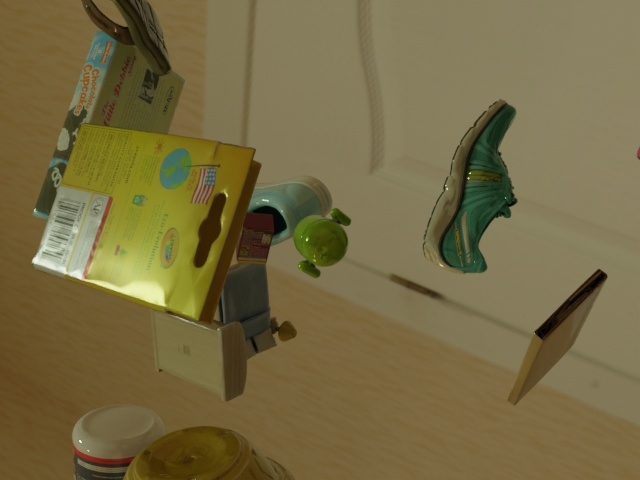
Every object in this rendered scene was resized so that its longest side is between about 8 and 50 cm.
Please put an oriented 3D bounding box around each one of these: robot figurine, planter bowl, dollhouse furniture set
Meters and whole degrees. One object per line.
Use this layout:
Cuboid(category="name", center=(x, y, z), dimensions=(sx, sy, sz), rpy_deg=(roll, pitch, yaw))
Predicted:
Cuboid(category="robot figurine", center=(0.000, 0.000, 1.203), dimensions=(0.101, 0.067, 0.115), rpy_deg=(-57, 16, -1))
Cuboid(category="planter bowl", center=(-0.114, 0.233, 0.783), dimensions=(0.217, 0.217, 0.090), rpy_deg=(-38, -55, -54))
Cuboid(category="dollhouse furniture set", center=(-0.140, 0.116, 1.607), dimensions=(0.303, 0.198, 0.287), rpy_deg=(-20, -65, -46))

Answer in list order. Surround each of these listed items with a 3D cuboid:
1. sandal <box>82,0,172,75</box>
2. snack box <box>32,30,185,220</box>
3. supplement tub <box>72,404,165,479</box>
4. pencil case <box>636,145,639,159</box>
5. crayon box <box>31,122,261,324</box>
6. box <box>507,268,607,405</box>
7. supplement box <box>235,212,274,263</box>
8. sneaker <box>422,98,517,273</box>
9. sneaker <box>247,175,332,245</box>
Cuboid(category="sandal", center=(-0.305, -0.345, 1.279), dimensions=(0.303, 0.086, 0.120), rpy_deg=(70, -172, -59))
Cuboid(category="snack box", center=(-0.349, -0.164, 1.441), dimensions=(0.187, 0.060, 0.322), rpy_deg=(30, -105, -60))
Cuboid(category="supplement tub", center=(-0.427, 0.507, 1.819), dimensions=(0.191, 0.191, 0.272), rpy_deg=(-28, -55, -60))
Cuboid(category="pencil case", center=(0.649, -0.126, 1.498), dimensions=(0.095, 0.209, 0.098), rpy_deg=(-29, -44, -6))
Cuboid(category="crayon box", center=(-0.197, -0.022, 1.022), dimensions=(0.081, 0.318, 0.202), rpy_deg=(24, -98, -50))
Cuboid(category="box", center=(0.358, 0.151, 1.303), dimensions=(0.164, 0.021, 0.201), rpy_deg=(-38, -28, -26))
Cuboid(category="supplement box", center=(-0.114, -0.003, 1.468), dimensions=(0.043, 0.054, 0.083), rpy_deg=(-98, 19, -45))
Cuboid(category="sneaker", center=(0.247, -0.078, 1.297), dimensions=(0.107, 0.109, 0.275), rpy_deg=(39, -110, -72))
Cuboid(category="sneaker", center=(-0.148, -0.045, 1.797), dimensions=(0.150, 0.365, 0.135), rpy_deg=(-33, -81, -43))
